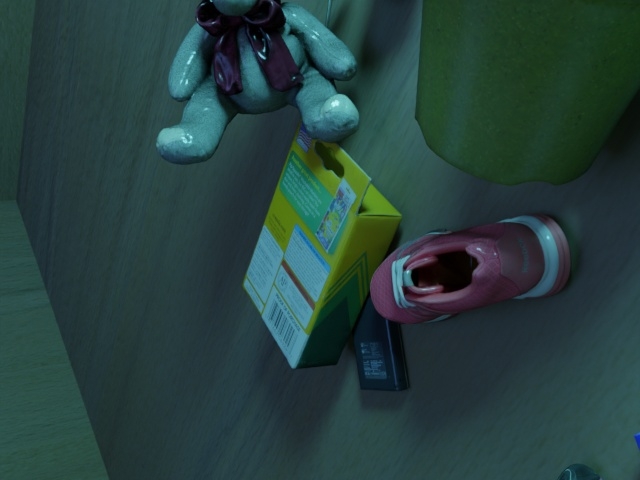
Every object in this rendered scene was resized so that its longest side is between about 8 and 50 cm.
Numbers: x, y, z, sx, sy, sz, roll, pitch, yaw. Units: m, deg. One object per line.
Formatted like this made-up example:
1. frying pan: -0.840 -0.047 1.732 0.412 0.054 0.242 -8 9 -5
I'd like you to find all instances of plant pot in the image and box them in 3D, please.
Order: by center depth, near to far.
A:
1. plant pot: 0.195 -0.197 0.671 0.276 0.276 0.253 53 148 38

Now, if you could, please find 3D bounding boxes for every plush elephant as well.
1. plush elephant: -0.092 -0.300 1.015 0.255 0.272 0.329 74 -164 -46

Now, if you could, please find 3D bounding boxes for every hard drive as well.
1. hard drive: 0.080 0.146 1.087 0.094 0.022 0.135 -14 84 57

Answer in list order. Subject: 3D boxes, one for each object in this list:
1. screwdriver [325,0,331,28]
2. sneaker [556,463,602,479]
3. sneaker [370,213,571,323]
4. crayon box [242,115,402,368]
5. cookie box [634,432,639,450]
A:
1. screwdriver: 0.021 -0.382 1.103 0.024 0.025 0.169 41 136 46
2. sneaker: 0.240 0.306 0.831 0.077 0.072 0.178 57 134 51
3. sneaker: 0.131 0.035 0.886 0.314 0.136 0.115 -24 74 56
4. crayon box: 0.000 0.000 1.107 0.203 0.083 0.322 53 132 44
5. cookie box: 0.346 0.214 0.674 0.092 0.040 0.107 -36 65 54
